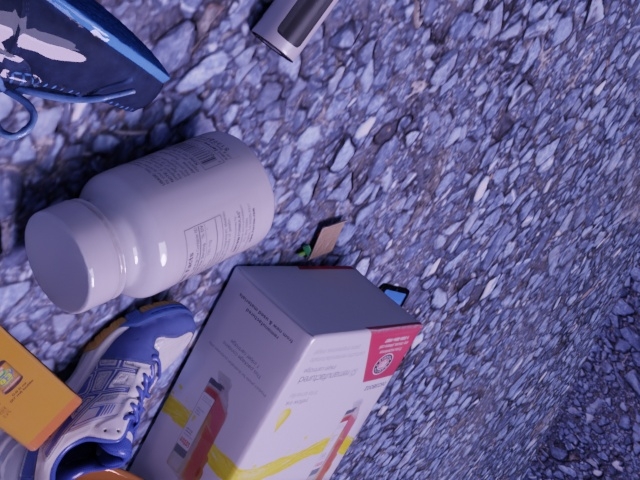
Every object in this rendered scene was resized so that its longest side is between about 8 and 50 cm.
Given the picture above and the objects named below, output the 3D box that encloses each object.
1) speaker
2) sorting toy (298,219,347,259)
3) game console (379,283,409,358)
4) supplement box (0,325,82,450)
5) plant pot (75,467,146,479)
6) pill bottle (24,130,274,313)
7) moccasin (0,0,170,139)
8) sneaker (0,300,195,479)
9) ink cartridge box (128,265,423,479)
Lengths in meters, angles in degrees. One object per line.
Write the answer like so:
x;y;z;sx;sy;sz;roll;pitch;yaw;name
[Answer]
-0.010;-0.254;1.117;0.136;0.055;0.055;-53;154;2;speaker
0.000;0.000;1.502;0.083;0.012;0.062;-19;144;-54;sorting toy
0.121;0.140;1.816;0.071;0.107;0.122;-30;160;20;game console
-0.323;0.126;1.061;0.078;0.080;0.233;-46;155;-14;supplement box
-0.267;0.425;1.280;0.203;0.291;0.291;-57;154;9;plant pot
-0.167;-0.017;1.070;0.229;0.131;0.131;-27;145;-42;pill bottle
-0.258;-0.162;0.776;0.342;0.138;0.117;24;107;-49;moccasin
-0.237;0.193;1.226;0.296;0.131;0.112;-42;150;-24;sneaker
-0.067;0.234;1.508;0.279;0.160;0.384;0;124;-55;ink cartridge box
